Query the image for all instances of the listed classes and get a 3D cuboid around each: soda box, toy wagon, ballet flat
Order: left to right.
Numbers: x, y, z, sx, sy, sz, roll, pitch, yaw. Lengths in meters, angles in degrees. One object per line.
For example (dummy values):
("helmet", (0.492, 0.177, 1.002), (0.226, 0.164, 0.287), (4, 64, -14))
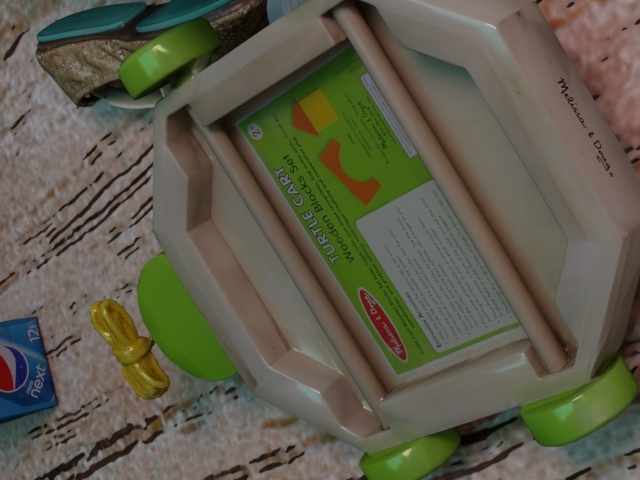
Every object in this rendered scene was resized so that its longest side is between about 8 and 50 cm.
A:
("soda box", (-0.293, 0.119, 1.056), (0.210, 0.067, 0.071), (-21, 82, 45))
("ballet flat", (-0.094, -0.117, 0.837), (0.206, 0.073, 0.067), (0, 124, 47))
("toy wagon", (0.000, 0.000, 0.709), (0.344, 0.068, 0.267), (-27, 96, 45))

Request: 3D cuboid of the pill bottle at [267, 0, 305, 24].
("pill bottle", (0.029, -0.135, 0.699), (0.120, 0.067, 0.067), (-22, 82, 44))
